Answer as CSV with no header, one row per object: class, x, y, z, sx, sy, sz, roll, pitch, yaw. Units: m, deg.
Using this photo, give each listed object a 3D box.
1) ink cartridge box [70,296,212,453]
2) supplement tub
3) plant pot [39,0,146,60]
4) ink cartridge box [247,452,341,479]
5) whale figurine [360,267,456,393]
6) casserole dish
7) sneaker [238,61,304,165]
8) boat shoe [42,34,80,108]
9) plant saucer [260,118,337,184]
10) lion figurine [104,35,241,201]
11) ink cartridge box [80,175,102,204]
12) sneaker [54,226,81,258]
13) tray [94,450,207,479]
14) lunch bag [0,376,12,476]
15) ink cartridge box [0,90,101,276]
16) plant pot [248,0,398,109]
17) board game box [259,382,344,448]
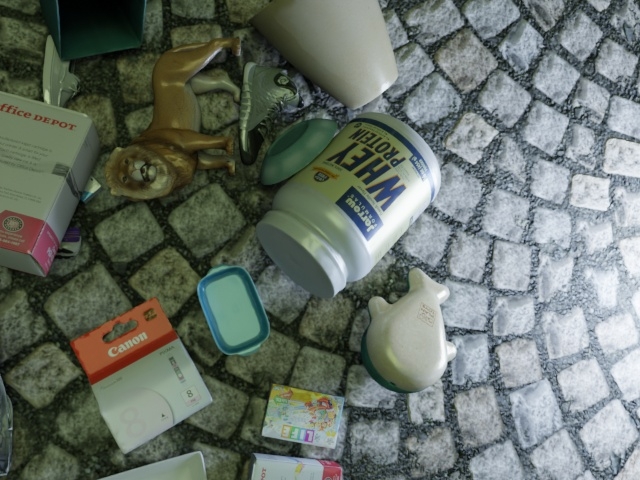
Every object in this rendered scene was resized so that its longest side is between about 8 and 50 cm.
ink cartridge box,-0.343,0.254,1.186,0.189,0.066,0.233,-29,94,-15
supplement tub,0.055,-0.069,1.215,0.235,0.235,0.325,45,69,-4
plant pot,-0.462,-0.504,1.191,0.165,0.166,0.234,-22,74,-28
ink cartridge box,-0.058,0.491,1.210,0.174,0.072,0.128,11,80,-12
whale figurine,0.181,0.190,1.295,0.216,0.141,0.272,31,52,-8
casserole dish,-0.176,0.140,1.249,0.114,0.037,0.189,-21,87,-15
sneaker,-0.100,-0.263,1.279,0.132,0.086,0.229,2,75,-3
boat shoe,-0.507,-0.315,1.223,0.063,0.066,0.184,1,73,-12
plant saucer,-0.054,-0.190,1.241,0.195,0.195,0.037,-47,116,-15
lion figurine,-0.285,-0.255,1.242,0.240,0.142,0.393,3,67,-3
ink cartridge box,-0.475,-0.118,1.217,0.083,0.028,0.048,45,74,-3
sneaker,-0.542,-0.009,1.178,0.169,0.068,0.071,9,60,-15
tray,-0.343,0.500,1.164,0.270,0.030,0.145,-12,85,-14
lunch bag,-0.665,0.289,1.037,0.235,0.169,0.287,-3,117,-10
ink cartridge box,-0.543,-0.104,1.109,0.207,0.117,0.283,15,64,-2
plant pot,0.035,-0.421,1.289,0.256,0.256,0.274,-44,110,-15
board game box,-0.036,0.355,1.257,0.154,0.026,0.104,14,80,-11
